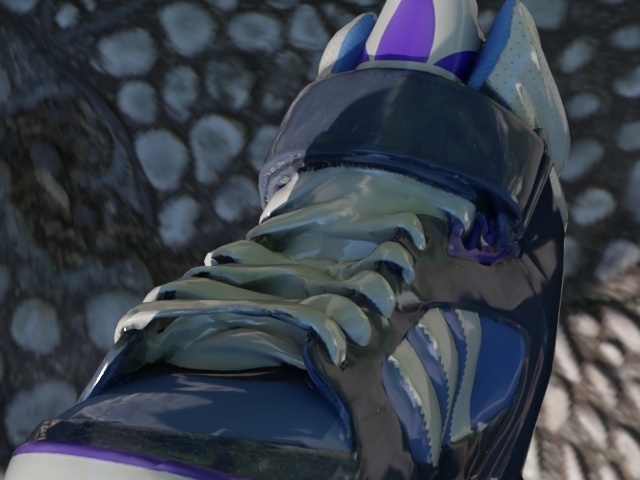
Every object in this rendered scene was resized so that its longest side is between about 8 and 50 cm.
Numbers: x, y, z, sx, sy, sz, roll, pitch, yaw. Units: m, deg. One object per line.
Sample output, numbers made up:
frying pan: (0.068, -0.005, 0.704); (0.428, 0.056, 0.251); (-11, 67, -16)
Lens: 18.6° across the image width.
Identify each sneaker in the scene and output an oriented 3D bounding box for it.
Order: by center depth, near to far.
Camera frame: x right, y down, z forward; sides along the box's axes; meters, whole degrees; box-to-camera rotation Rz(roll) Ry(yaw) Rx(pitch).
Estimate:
sneaker: (0.001, 0.000, 0.712); (0.130, 0.323, 0.236); (4, 87, 26)
